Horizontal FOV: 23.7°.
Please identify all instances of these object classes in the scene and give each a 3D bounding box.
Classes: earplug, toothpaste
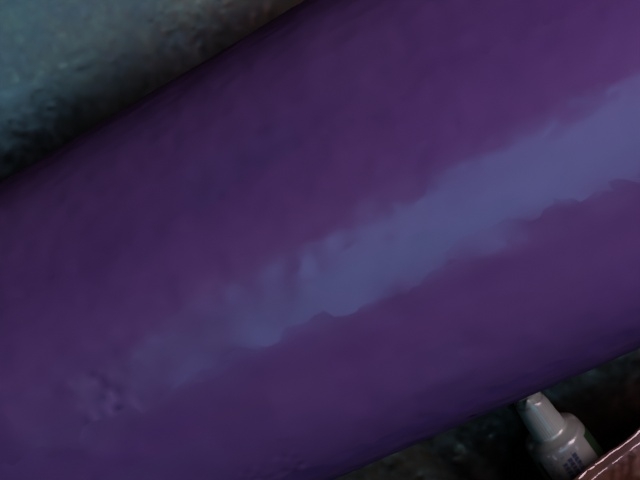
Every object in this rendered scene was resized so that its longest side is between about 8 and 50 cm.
[{"bbox_3d":[0.000,0.000,0.657,0.456,0.215,0.215,-27,107,2],"label":"earplug"},{"bbox_3d":[0.160,0.157,0.805,0.049,0.031,0.204,-36,109,2],"label":"toothpaste"}]

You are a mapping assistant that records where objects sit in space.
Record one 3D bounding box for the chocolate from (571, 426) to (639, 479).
[{"bbox_3d":[0.206,0.149,0.728,0.214,0.148,0.093,-34,123,-15],"label":"chocolate"}]
